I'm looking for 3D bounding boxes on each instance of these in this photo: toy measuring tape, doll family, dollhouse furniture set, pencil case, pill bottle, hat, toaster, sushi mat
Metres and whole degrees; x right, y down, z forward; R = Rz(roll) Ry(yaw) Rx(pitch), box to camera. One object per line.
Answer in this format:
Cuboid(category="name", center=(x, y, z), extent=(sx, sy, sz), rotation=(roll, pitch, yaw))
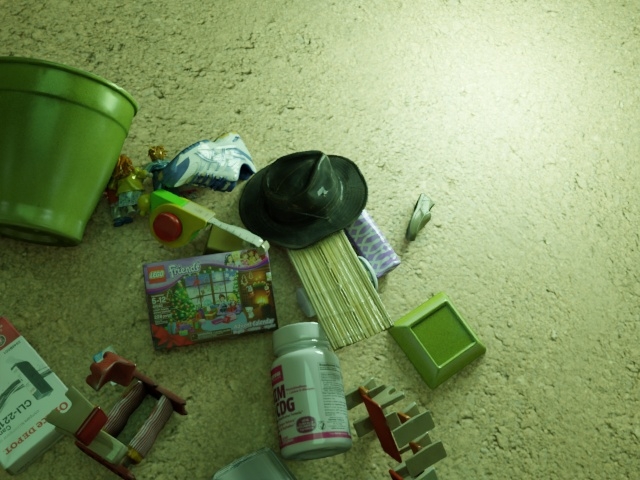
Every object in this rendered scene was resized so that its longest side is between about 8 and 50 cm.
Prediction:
Cuboid(category="toy measuring tape", center=(-0.284, -0.014, 1.887), extent=(0.330, 0.121, 0.121), rotation=(26, 65, 6))
Cuboid(category="doll family", center=(-0.415, -0.147, 1.977), extent=(0.263, 0.118, 0.163), rotation=(-12, 73, -17))
Cuboid(category="dollhouse furniture set", center=(-0.394, 0.354, 1.638), extent=(0.152, 0.374, 0.201), rotation=(31, 67, 7))
Cuboid(category="pencil case", center=(0.116, 0.001, 2.036), extent=(0.088, 0.086, 0.206), rotation=(-29, 75, -28))
Cuboid(category="pill bottle", center=(-0.028, 0.339, 1.826), extent=(0.160, 0.160, 0.283), rotation=(-4, 65, -12))
Cuboid(category="pill bottle", center=(0.038, 0.117, 1.964), extent=(0.184, 0.103, 0.103), rotation=(-23, 74, -19))
Cuboid(category="hat", center=(-0.050, -0.142, 1.997), extent=(0.331, 0.134, 0.331), rotation=(-4, 50, 5))
Cuboid(category="toaster", center=(-0.134, 0.543, 1.724), extent=(0.227, 0.129, 0.146), rotation=(-25, 51, -22))
Cuboid(category="dollhouse furniture set", center=(0.154, 0.457, 1.778), extent=(0.135, 0.262, 0.259), rotation=(-27, 106, -18))
Cuboid(category="sushi mat", center=(0.040, 0.107, 1.892), extent=(0.151, 0.019, 0.316), rotation=(-19, 55, -12))

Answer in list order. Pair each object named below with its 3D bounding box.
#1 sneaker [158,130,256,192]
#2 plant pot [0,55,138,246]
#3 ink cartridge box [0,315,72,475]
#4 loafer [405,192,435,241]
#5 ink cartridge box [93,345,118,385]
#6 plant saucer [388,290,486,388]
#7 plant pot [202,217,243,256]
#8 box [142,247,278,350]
Cuboid(category="sneaker", center=(-0.262, -0.173, 1.974), extent=(0.131, 0.112, 0.296), rotation=(56, 41, 2))
Cuboid(category="plant pot", center=(-0.634, -0.179, 1.849), extent=(0.366, 0.366, 0.353), rotation=(10, 78, -7))
Cuboid(category="ink cartridge box", center=(-0.666, 0.333, 1.733), extent=(0.197, 0.114, 0.273), rotation=(-40, 81, -23))
Cuboid(category="loafer", center=(0.261, -0.058, 2.106), extent=(0.050, 0.056, 0.148), rotation=(20, 65, 5))
Cuboid(category="ink cartridge box", center=(-0.472, 0.287, 1.836), extent=(0.048, 0.028, 0.083), rotation=(-32, 77, -21))
Cuboid(category="plant saucer", center=(0.294, 0.238, 1.995), extent=(0.188, 0.045, 0.188), rotation=(-31, 76, -20))
Cuboid(category="plant pot", center=(-0.234, 0.006, 1.974), extent=(0.083, 0.081, 0.081), rotation=(18, 65, -12))
Cuboid(category="box", center=(-0.256, 0.133, 1.892), extent=(0.293, 0.057, 0.201), rotation=(-8, 89, -14))
